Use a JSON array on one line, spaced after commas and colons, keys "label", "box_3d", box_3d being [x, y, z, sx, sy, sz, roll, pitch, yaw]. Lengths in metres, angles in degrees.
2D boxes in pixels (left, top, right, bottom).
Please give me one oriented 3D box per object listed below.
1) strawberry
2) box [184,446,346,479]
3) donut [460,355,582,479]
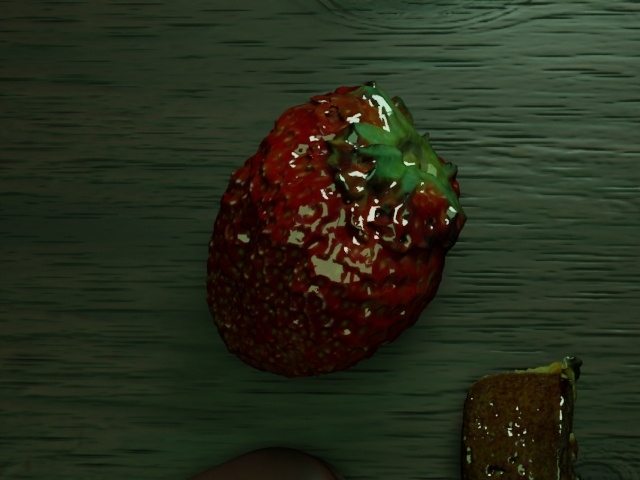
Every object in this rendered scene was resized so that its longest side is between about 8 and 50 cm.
[{"label": "strawberry", "box_3d": [0.000, 0.000, 1.170, 0.288, 0.250, 0.238, -39, 88, 23]}, {"label": "box", "box_3d": [-0.133, 0.365, 1.146, 0.403, 0.108, 0.263, -23, 51, -1]}, {"label": "donut", "box_3d": [0.201, 0.225, 1.178, 0.126, 0.144, 0.187, -4, 108, 23]}]
